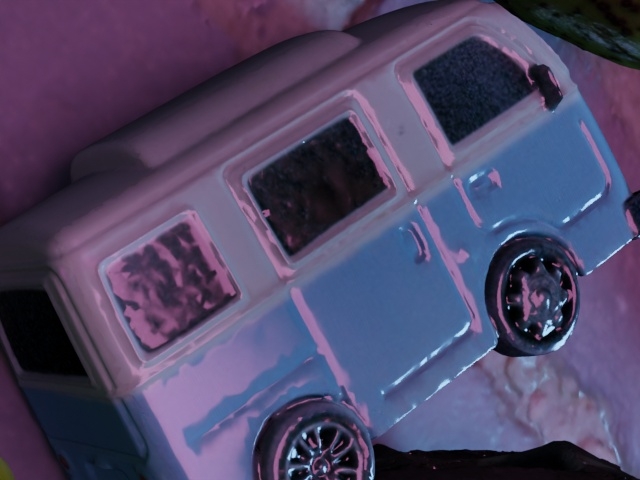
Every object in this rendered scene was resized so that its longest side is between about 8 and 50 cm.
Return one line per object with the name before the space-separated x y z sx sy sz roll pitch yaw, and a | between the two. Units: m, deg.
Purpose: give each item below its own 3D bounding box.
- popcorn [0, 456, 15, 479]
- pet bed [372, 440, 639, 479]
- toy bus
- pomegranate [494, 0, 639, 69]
popcorn | -0.202 0.141 0.362 0.335 0.274 0.279 60 31 -29
pet bed | 0.066 0.197 0.618 0.183 0.159 0.211 0 88 -11
toy bus | 0.000 0.000 0.575 0.271 0.133 0.165 -34 104 -29
pomegranate | 0.176 -0.204 0.618 0.204 0.276 0.222 -41 94 -26
